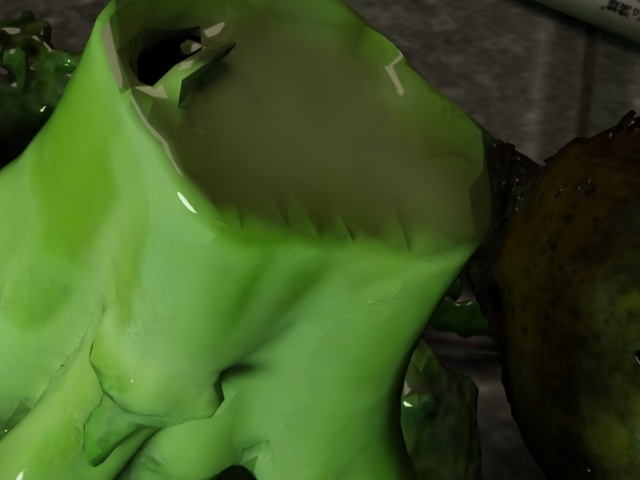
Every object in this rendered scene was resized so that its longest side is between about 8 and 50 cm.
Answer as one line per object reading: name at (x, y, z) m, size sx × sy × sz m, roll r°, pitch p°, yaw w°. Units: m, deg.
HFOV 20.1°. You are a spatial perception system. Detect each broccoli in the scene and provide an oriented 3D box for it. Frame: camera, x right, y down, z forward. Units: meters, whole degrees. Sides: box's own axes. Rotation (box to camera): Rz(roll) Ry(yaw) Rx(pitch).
broccoli at (-0.069, 0.079, 0.475) m, size 0.375 × 0.302 × 0.249 m, roll 41°, pitch 77°, yaw 3°

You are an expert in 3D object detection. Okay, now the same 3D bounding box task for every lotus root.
lotus root at (0.219, 0.058, 0.557) m, size 0.397 × 0.196 × 0.179 m, roll 21°, pitch 77°, yaw 23°

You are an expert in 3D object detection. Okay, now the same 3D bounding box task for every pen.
pen at (0.148, -0.117, 0.906) m, size 0.239 × 0.028 × 0.028 m, roll 28°, pitch 46°, yaw 29°

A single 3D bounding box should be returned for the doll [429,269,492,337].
doll at (0.000, 0.000, 0.745) m, size 0.190 × 0.050 × 0.115 m, roll 8°, pitch 36°, yaw 5°
